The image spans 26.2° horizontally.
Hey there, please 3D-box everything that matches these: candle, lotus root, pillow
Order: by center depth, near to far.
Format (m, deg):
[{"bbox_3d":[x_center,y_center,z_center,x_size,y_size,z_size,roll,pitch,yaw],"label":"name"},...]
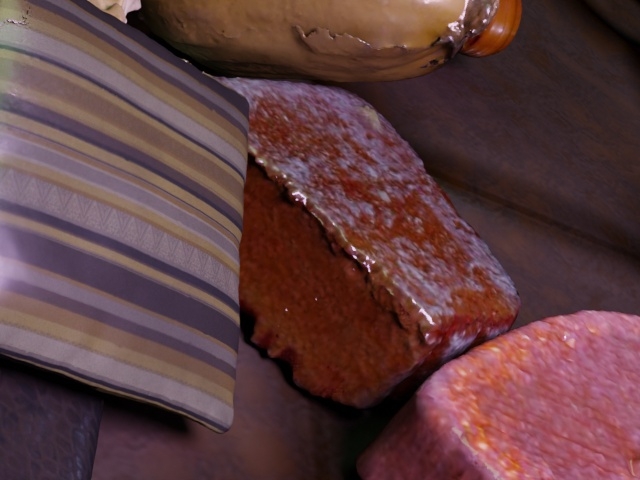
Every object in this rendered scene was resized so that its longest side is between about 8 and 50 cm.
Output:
[{"bbox_3d":[-0.110,-0.021,0.713,0.208,0.052,0.212,29,54,-48],"label":"pillow"},{"bbox_3d":[0.167,0.151,0.823,0.287,0.131,0.317,25,34,-14],"label":"candle"},{"bbox_3d":[-0.020,-0.179,0.937,0.303,0.130,0.146,7,-10,26],"label":"lotus root"}]

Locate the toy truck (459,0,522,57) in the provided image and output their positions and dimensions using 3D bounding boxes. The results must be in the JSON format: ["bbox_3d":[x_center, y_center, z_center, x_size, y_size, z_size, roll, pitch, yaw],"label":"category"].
[{"bbox_3d":[0.097,-0.282,1.173,0.204,0.288,0.211,-1,60,-41],"label":"toy truck"}]

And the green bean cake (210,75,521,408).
[{"bbox_3d":[0.000,0.000,0.878,0.199,0.097,0.232,-8,54,-49],"label":"green bean cake"}]

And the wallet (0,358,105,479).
[{"bbox_3d":[-0.185,0.063,0.679,0.170,0.044,0.321,23,35,-17],"label":"wallet"}]

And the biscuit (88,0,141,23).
[{"bbox_3d":[-0.217,-0.182,0.871,0.205,0.040,0.309,-2,34,-6],"label":"biscuit"}]
